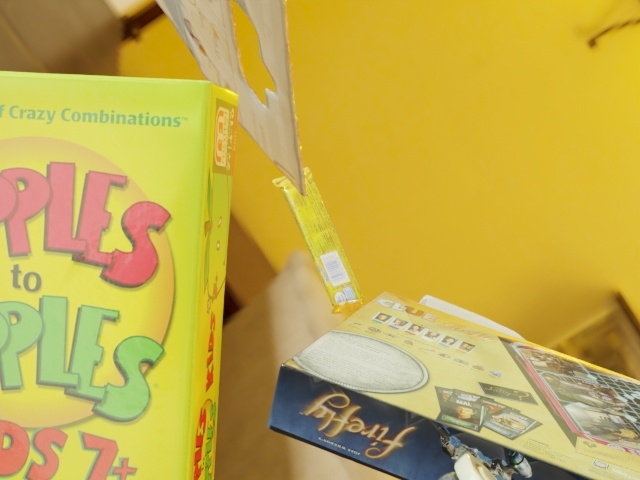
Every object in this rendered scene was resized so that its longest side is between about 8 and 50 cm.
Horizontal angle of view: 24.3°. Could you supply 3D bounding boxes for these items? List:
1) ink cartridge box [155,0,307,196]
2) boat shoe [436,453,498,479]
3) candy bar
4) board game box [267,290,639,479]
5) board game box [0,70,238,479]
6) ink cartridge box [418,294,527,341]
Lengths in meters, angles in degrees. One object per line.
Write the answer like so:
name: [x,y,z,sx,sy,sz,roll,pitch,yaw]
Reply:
ink cartridge box: [-0.090,-0.246,0.933,0.385,0.091,0.308,54,-10,17]
boat shoe: [0.101,0.214,0.621,0.254,0.079,0.095,61,14,12]
candy bar: [0.000,0.000,1.476,0.018,0.040,0.161,109,-40,-65]
board game box: [0.114,0.104,0.840,0.243,0.042,0.165,19,19,18]
board game box: [-0.076,0.046,0.408,0.043,0.092,0.181,-8,101,-82]
ink cartridge box: [0.191,0.115,1.333,0.232,0.066,0.189,19,-1,6]
